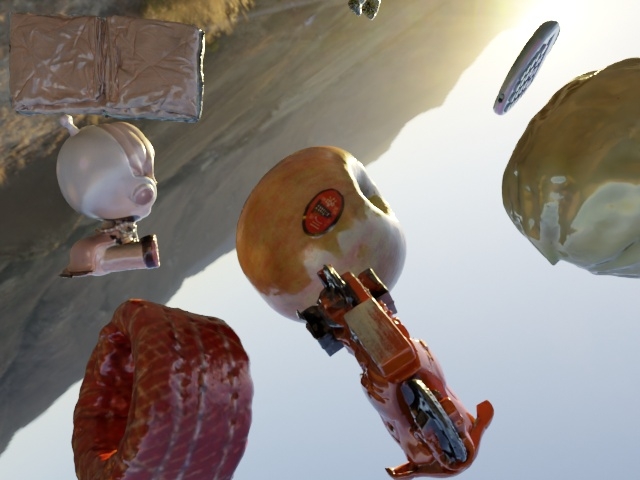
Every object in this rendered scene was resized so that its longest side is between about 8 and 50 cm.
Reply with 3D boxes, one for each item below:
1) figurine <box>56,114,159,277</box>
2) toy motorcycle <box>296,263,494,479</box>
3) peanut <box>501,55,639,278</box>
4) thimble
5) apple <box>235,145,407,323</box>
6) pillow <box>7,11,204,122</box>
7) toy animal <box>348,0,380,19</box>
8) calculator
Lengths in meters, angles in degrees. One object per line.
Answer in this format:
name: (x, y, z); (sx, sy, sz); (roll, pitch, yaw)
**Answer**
figurine: (-0.482, -0.097, 1.271); (0.253, 0.360, 0.211); (1, -179, 26)
toy motorcycle: (0.094, 0.165, 0.695); (0.148, 0.221, 0.325); (-31, -139, -6)
peanut: (0.242, -0.059, 0.379); (0.306, 0.146, 0.147); (-25, -179, -38)
thimble: (-0.288, 0.294, 0.998); (0.350, 0.231, 0.349); (-26, -126, 43)
apple: (0.000, 0.000, 1.259); (0.347, 0.391, 0.391); (-39, -173, 20)
pillow: (-0.258, -0.211, 0.669); (0.233, 0.126, 0.043); (2, 177, -4)
toy animal: (0.067, -0.434, 0.901); (0.101, 0.103, 0.218); (-48, 180, 24)
calculator: (0.464, -0.391, 1.240); (0.299, 0.041, 0.185); (-48, 160, -31)
